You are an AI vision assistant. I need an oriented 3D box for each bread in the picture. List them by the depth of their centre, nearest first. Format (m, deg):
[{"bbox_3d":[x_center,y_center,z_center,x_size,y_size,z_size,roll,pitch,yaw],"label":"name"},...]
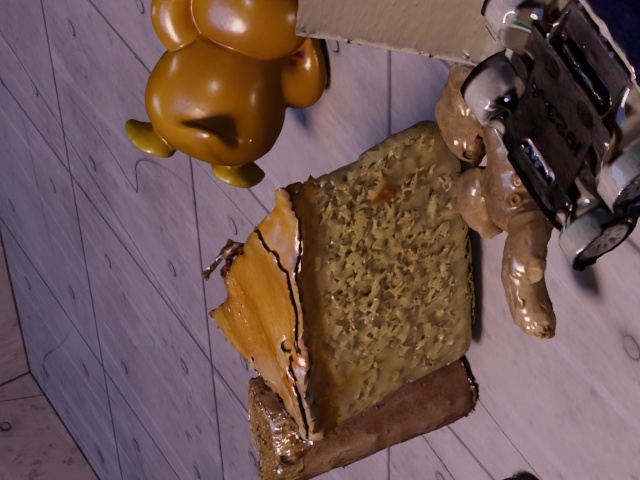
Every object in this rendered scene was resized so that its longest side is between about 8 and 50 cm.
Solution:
[{"bbox_3d":[0.000,0.000,1.764,0.279,0.248,0.315,39,145,51],"label":"bread"}]

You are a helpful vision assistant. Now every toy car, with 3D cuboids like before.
[{"bbox_3d":[0.211,-0.102,1.258,0.172,0.158,0.235,59,160,20],"label":"toy car"}]

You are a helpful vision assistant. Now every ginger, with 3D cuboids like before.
[{"bbox_3d":[0.160,-0.039,1.577,0.149,0.065,0.259,168,89,-74],"label":"ginger"}]

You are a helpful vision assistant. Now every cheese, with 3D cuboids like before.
[{"bbox_3d":[0.069,-0.208,1.625,0.400,0.034,0.085,25,106,62],"label":"cheese"}]

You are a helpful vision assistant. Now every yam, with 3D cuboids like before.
[{"bbox_3d":[0.033,0.170,1.892,0.128,0.238,0.129,58,157,33],"label":"yam"}]

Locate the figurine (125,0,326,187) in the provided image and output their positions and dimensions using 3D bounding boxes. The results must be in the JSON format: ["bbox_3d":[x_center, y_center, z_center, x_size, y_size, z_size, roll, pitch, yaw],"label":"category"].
[{"bbox_3d":[-0.095,-0.181,1.885,0.215,0.215,0.228,1,71,68],"label":"figurine"}]

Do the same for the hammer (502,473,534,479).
[{"bbox_3d":[0.262,0.376,1.843,0.297,0.027,0.125,64,164,6],"label":"hammer"}]
